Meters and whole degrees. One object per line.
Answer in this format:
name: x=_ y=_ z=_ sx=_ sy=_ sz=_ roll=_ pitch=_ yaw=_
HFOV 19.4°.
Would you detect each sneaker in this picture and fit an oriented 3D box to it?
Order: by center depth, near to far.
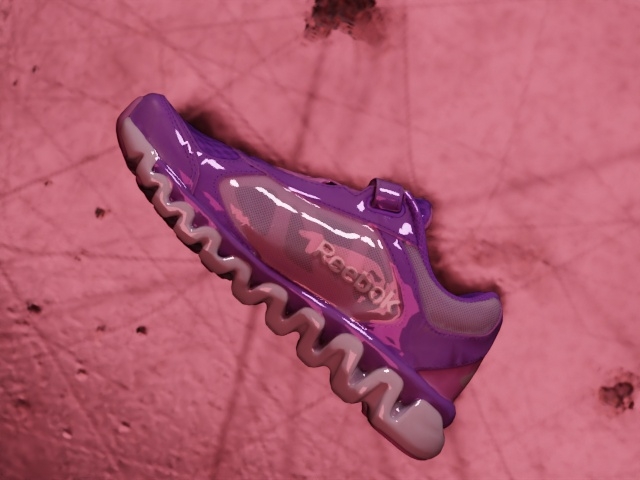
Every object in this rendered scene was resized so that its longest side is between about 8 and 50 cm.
sneaker: x=0.000 y=0.000 z=0.956 sx=0.236 sy=0.095 sz=0.104 roll=43 pitch=90 yaw=-2
